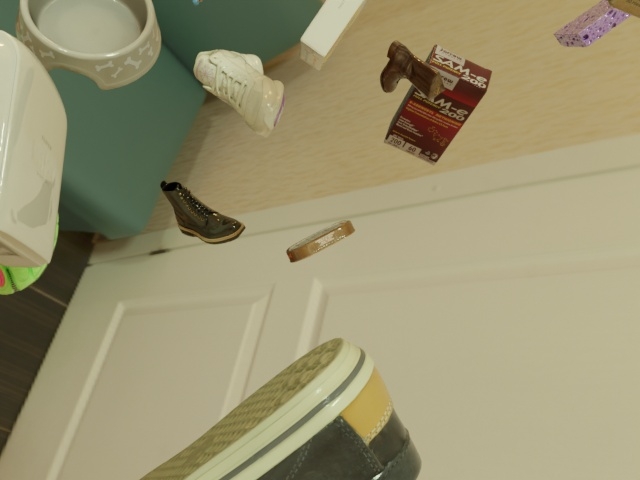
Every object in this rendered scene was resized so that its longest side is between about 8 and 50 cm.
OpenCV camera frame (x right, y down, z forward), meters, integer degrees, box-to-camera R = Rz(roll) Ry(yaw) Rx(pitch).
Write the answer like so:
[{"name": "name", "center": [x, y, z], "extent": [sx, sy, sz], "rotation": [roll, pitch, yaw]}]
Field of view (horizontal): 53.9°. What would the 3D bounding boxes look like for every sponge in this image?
[{"name": "sponge", "center": [0.506, -0.399, 1.052], "extent": [0.031, 0.210, 0.117], "rotation": [52, 12, -13]}]

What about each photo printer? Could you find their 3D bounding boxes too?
[{"name": "photo printer", "center": [-0.461, -0.132, 0.932], "extent": [0.256, 0.107, 0.307], "rotation": [113, -22, -74]}]

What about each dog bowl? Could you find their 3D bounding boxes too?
[{"name": "dog bowl", "center": [-0.571, -0.546, 1.559], "extent": [0.349, 0.102, 0.348], "rotation": [7, 65, -15]}]

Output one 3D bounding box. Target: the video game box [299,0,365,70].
[{"name": "video game box", "center": [0.043, -0.351, 0.915], "extent": [0.048, 0.205, 0.187], "rotation": [35, 7, -5]}]

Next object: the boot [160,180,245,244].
[{"name": "boot", "center": [-0.275, -0.068, 1.433], "extent": [0.077, 0.198, 0.137], "rotation": [-56, 138, -37]}]

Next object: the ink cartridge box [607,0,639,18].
[{"name": "ink cartridge box", "center": [0.361, -0.294, 0.609], "extent": [0.193, 0.088, 0.234], "rotation": [14, 53, -13]}]

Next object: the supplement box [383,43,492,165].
[{"name": "supplement box", "center": [0.240, -0.276, 1.319], "extent": [0.130, 0.239, 0.073], "rotation": [24, 54, -3]}]

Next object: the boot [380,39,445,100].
[{"name": "boot", "center": [0.150, -0.254, 1.022], "extent": [0.037, 0.114, 0.106], "rotation": [-34, 153, -21]}]

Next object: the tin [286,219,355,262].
[{"name": "tin", "center": [0.000, 0.000, 1.613], "extent": [0.190, 0.106, 0.040], "rotation": [-27, 103, -15]}]

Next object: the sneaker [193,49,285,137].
[{"name": "sneaker", "center": [-0.166, -0.292, 1.233], "extent": [0.152, 0.305, 0.114], "rotation": [7, 118, -29]}]

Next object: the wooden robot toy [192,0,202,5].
[{"name": "wooden robot toy", "center": [-0.188, -0.487, 1.115], "extent": [0.079, 0.173, 0.076], "rotation": [-1, 62, -13]}]

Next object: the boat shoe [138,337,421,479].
[{"name": "boat shoe", "center": [-0.114, 0.295, 0.625], "extent": [0.156, 0.500, 0.187], "rotation": [50, 14, -5]}]

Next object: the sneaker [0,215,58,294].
[{"name": "sneaker", "center": [-0.693, -0.092, 1.414], "extent": [0.185, 0.202, 0.482], "rotation": [-7, 62, -22]}]
